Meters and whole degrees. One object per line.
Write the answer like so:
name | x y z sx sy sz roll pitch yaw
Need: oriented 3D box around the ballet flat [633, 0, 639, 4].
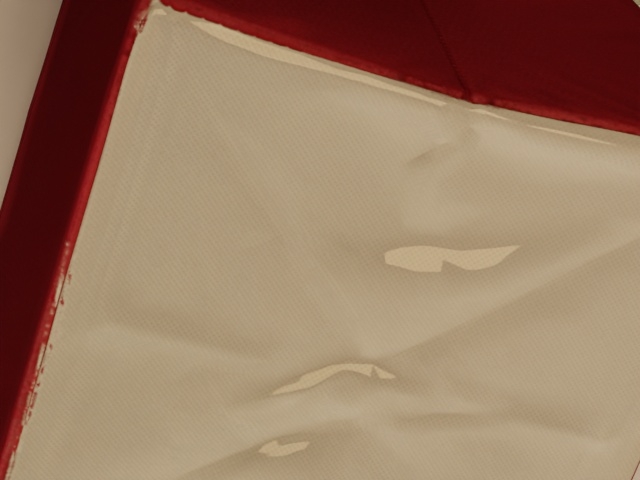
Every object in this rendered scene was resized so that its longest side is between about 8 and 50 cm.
ballet flat | 0.120 -0.111 0.722 0.168 0.052 0.057 -31 102 -8

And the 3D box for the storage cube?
storage cube | 0.000 0.000 0.610 0.184 0.193 0.215 14 112 -14
